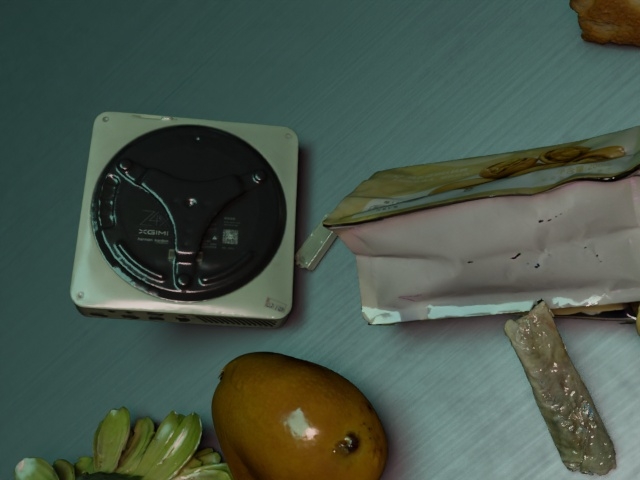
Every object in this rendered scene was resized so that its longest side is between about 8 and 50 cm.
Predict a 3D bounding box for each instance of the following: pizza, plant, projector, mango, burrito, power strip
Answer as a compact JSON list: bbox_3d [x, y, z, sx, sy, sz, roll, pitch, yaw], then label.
[{"bbox_3d":[0.334,-0.259,0.879,0.161,0.182,0.063,-39,27,60],"label":"pizza"},{"bbox_3d":[-0.231,0.340,0.902,0.305,0.297,0.261,-18,92,5],"label":"plant"},{"bbox_3d":[-0.158,-0.030,1.007,0.257,0.079,0.259,4,68,-7],"label":"projector"},{"bbox_3d":[-0.033,0.196,0.873,0.136,0.167,0.236,-29,19,-35],"label":"mango"},{"bbox_3d":[0.226,0.142,0.777,0.051,0.042,0.171,-24,95,14],"label":"burrito"},{"bbox_3d":[0.000,0.000,1.014,0.027,0.017,0.083,37,91,35],"label":"power strip"}]

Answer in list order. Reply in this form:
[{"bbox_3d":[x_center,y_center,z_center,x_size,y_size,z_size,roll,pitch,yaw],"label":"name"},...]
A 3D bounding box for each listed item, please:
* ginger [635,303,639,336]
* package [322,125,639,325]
[{"bbox_3d":[0.340,0.188,0.698,0.117,0.065,0.299,3,69,-16],"label":"ginger"},{"bbox_3d":[0.190,-0.001,0.848,0.311,0.221,0.165,-8,105,25],"label":"package"}]
